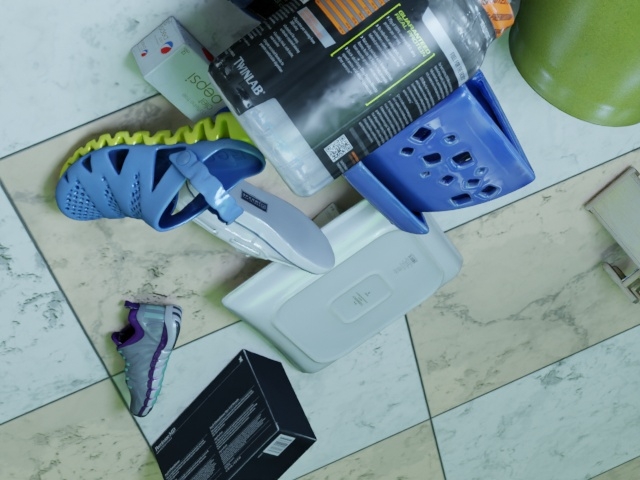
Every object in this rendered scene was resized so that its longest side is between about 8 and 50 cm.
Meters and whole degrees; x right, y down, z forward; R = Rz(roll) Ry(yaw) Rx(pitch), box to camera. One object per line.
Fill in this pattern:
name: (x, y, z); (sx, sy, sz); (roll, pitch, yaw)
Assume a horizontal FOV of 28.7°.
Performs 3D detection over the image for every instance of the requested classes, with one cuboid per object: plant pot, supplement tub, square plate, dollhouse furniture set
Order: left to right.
square plate: (0.055, 0.076, 2.019); (0.344, 0.049, 0.347); (-34, 148, 5)
supplement tub: (0.051, -0.225, 1.511); (0.338, 0.207, 0.207); (-36, 138, 2)
plant pot: (0.130, -0.163, 1.741); (0.212, 0.236, 0.236); (-34, 139, 16)
plant pot: (0.424, -0.347, 1.653); (0.367, 0.366, 0.353); (-3, 144, -25)
dollhouse furniture set: (0.585, -0.018, 2.219); (0.212, 0.161, 0.242); (-41, 159, 14)

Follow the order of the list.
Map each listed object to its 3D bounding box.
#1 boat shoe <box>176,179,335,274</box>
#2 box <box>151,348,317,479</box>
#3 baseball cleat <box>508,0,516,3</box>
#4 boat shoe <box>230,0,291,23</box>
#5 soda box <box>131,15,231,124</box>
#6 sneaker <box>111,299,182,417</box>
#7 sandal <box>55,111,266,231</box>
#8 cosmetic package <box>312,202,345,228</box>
boat shoe: (-0.097, -0.020, 1.834); (0.258, 0.095, 0.084); (35, 128, -17)
box: (-0.150, 0.342, 2.112); (0.103, 0.184, 0.261); (23, 118, -44)
baseball cleat: (0.218, -0.359, 1.660); (0.109, 0.072, 0.206); (24, 149, 5)
boat shoe: (-0.080, -0.336, 1.555); (0.109, 0.089, 0.258); (-45, 135, 17)
soda box: (-0.152, -0.198, 1.668); (0.074, 0.069, 0.216); (-37, 137, 11)
sneaker: (-0.290, 0.182, 1.979); (0.098, 0.083, 0.223); (14, 121, -12)
sandal: (-0.214, -0.072, 1.658); (0.317, 0.138, 0.126); (-13, 148, 22)
cosmetic package: (0.000, 0.000, 1.962); (0.115, 0.041, 0.060); (-39, 139, 12)
